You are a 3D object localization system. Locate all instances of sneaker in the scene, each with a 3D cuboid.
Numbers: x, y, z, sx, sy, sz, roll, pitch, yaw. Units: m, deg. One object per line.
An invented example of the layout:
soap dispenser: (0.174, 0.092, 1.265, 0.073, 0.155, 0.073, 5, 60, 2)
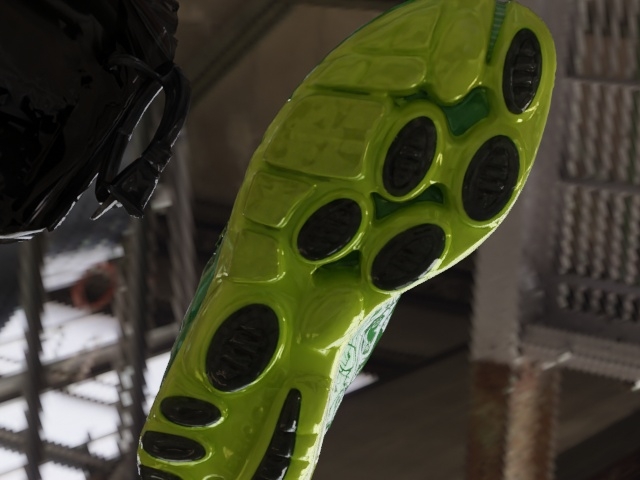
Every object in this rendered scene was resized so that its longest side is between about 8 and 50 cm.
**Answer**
sneaker: (0.000, 0.000, 0.865, 0.109, 0.123, 0.295, 28, -63, -11)

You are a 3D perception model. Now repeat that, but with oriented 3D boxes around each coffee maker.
coffee maker: (-0.137, -0.089, 0.553, 0.171, 0.178, 0.120, -7, -126, 56)
